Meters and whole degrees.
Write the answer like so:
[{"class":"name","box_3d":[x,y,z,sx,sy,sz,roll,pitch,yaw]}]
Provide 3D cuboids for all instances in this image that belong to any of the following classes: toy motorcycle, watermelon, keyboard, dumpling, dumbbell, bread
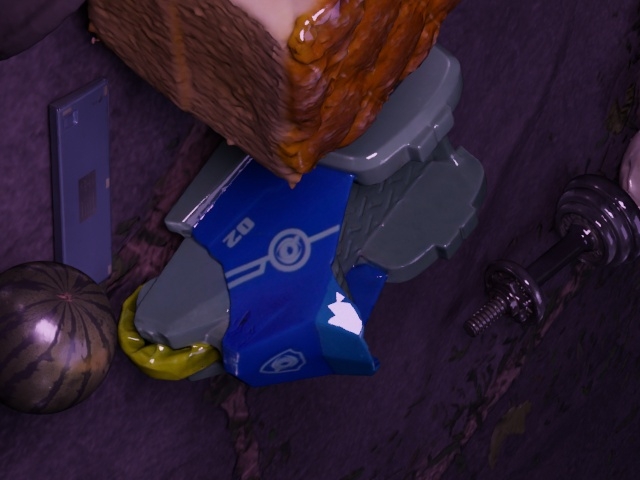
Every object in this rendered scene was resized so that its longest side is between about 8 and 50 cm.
[{"class":"toy motorcycle","box_3d":[0.000,0.000,1.513,0.326,0.200,0.191,-53,150,-20]},{"class":"watermelon","box_3d":[-0.201,0.076,1.358,0.105,0.105,0.133,-21,155,-50]},{"class":"keyboard","box_3d":[-0.172,-0.033,1.394,0.055,0.014,0.176,-36,142,-40]},{"class":"dumpling","box_3d":[0.412,-0.067,2.158,0.111,0.155,0.181,85,25,-56]},{"class":"dumbbell","box_3d":[0.242,0.023,2.026,0.254,0.110,0.110,-36,143,-27]},{"class":"bread","box_3d":[-0.006,-0.219,1.249,0.279,0.207,0.279,-53,171,-13]}]

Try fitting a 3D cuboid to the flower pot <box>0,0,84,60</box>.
[{"class":"flower pot","box_3d":[-0.202,-0.238,0.982,0.166,0.269,0.269,21,97,-38]}]
